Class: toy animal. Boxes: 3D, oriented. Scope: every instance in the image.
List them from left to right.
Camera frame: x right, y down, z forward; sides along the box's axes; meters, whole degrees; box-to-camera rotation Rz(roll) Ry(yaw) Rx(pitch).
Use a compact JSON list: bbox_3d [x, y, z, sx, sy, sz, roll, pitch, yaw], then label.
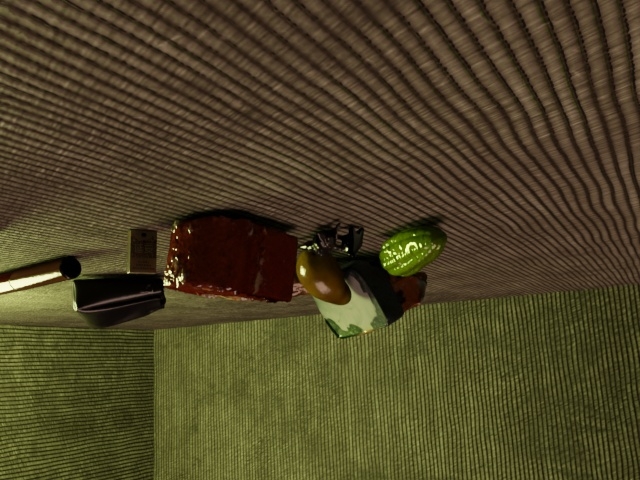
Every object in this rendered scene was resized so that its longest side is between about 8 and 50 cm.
[{"bbox_3d":[0.011,0.002,1.321,0.105,0.070,0.202,17,165,-31],"label":"toy animal"}]

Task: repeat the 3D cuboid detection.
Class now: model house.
[{"bbox_3d":[0.165,0.118,1.735,0.300,0.190,0.271,-24,176,-34],"label":"model house"}]

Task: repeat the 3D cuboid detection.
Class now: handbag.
[{"bbox_3d":[-0.577,0.171,1.859,0.256,0.114,0.285,-6,163,-14],"label":"handbag"}]

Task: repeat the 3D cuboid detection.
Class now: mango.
[{"bbox_3d":[0.011,0.091,1.524,0.099,0.136,0.227,-42,147,-1],"label":"mango"}]

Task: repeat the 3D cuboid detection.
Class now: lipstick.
[{"bbox_3d":[-0.702,0.089,1.550,0.356,0.057,0.057,-12,166,35],"label":"lipstick"}]

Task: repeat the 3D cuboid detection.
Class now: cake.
[{"bbox_3d":[-0.171,0.040,1.219,0.176,0.151,0.283,4,174,32],"label":"cake"}]

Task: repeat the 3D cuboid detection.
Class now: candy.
[{"bbox_3d":[0.198,0.016,1.324,0.096,0.097,0.209,1,166,-19],"label":"candy"}]

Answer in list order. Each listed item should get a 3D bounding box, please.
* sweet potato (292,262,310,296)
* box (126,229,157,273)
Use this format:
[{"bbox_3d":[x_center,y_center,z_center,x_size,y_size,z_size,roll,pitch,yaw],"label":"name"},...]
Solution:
[{"bbox_3d":[-0.115,0.111,1.704,0.251,0.097,0.097,-7,168,13],"label":"sweet potato"},{"bbox_3d":[-0.344,0.023,1.230,0.053,0.083,0.024,3,172,-33],"label":"box"}]
